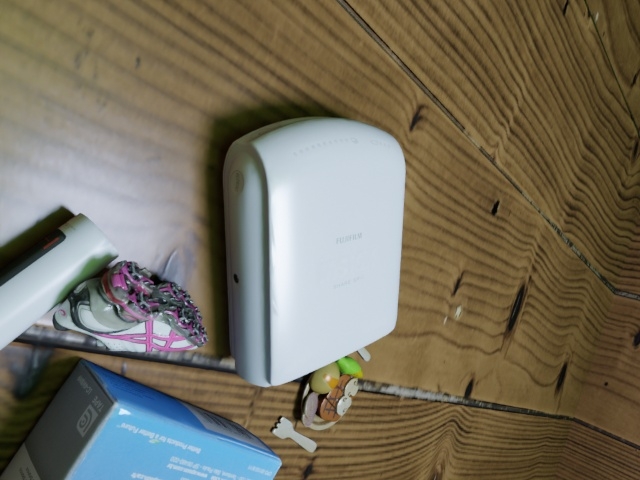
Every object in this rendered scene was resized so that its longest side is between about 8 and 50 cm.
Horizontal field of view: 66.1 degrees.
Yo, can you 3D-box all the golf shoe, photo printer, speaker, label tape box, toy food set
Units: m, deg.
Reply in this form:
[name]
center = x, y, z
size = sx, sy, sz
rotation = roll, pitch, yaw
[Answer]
[golf shoe]
center = -0.183, 0.079, 0.503
size = 0.085, 0.068, 0.186
rotation = -27, 151, 4
[photo printer]
center = 0.000, 0.000, 0.632
size = 0.255, 0.107, 0.308
rotation = -13, 111, -42
[speaker]
center = -0.250, 0.036, 0.436
size = 0.136, 0.055, 0.055
rotation = -44, 128, -26
[label tape box]
center = -0.230, 0.334, 0.505
size = 0.249, 0.115, 0.348
rotation = 43, 74, -42
[toy food set]
center = 0.019, 0.239, 0.769
size = 0.192, 0.038, 0.132
rotation = -56, 133, -17
